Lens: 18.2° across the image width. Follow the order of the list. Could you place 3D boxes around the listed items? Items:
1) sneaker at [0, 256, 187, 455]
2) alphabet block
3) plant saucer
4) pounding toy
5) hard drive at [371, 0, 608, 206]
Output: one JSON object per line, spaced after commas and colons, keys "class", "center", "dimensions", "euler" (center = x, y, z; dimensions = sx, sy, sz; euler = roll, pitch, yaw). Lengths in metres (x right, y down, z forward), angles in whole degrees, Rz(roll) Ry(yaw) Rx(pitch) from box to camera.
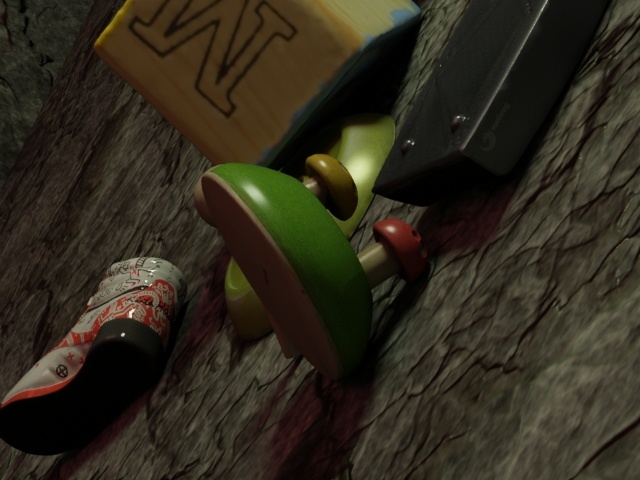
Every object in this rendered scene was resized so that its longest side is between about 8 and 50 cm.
{"class": "sneaker", "center": [-0.234, 0.117, 2.071], "dimensions": [0.270, 0.090, 0.145], "euler": [-38, 23, 42]}
{"class": "alphabet block", "center": [-0.056, -0.194, 1.851], "dimensions": [0.193, 0.197, 0.192], "euler": [-48, -3, 24]}
{"class": "plant saucer", "center": [-0.019, -0.022, 1.786], "dimensions": [0.241, 0.037, 0.241], "euler": [-50, 16, 20]}
{"class": "pounding toy", "center": [0.000, 0.000, 1.501], "dimensions": [0.110, 0.183, 0.237], "euler": [-33, 8, -11]}
{"class": "hard drive", "center": [0.142, -0.142, 1.499], "dimensions": [0.255, 0.054, 0.172], "euler": [-61, 15, -21]}
